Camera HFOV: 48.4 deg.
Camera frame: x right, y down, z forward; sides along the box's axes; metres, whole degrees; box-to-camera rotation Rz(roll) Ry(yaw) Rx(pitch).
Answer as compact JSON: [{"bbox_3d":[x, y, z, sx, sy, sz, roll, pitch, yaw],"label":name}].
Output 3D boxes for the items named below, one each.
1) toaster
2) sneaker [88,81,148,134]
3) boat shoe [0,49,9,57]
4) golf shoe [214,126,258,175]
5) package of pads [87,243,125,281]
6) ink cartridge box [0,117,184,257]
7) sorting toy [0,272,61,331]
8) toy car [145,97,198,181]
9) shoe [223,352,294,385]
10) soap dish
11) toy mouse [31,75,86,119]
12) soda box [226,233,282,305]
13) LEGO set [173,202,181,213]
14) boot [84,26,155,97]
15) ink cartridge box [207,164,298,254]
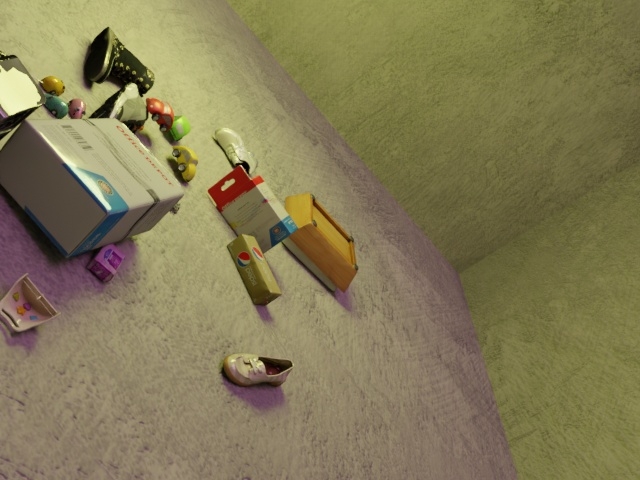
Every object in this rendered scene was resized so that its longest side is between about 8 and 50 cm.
[{"bbox_3d":[-0.575,-0.218,1.185,0.110,0.168,0.185,52,18,-12],"label":"toaster"},{"bbox_3d":[-0.467,-0.293,1.687,0.108,0.100,0.271,54,18,-20],"label":"sneaker"},{"bbox_3d":[-0.655,-0.355,1.310,0.340,0.113,0.127,19,40,-60],"label":"boat shoe"},{"bbox_3d":[-0.261,-0.273,2.199,0.176,0.069,0.086,45,27,-23],"label":"golf shoe"},{"bbox_3d":[-0.408,0.039,1.362,0.050,0.032,0.083,44,21,-18],"label":"package of pads"},{"bbox_3d":[-0.433,-0.113,1.366,0.223,0.129,0.307,47,17,3],"label":"ink cartridge box"},{"bbox_3d":[-0.463,0.107,1.108,0.083,0.045,0.075,53,26,-7],"label":"sorting toy"},{"bbox_3d":[-0.379,-0.292,1.895,0.225,0.053,0.239,-103,170,-66],"label":"toy car"},{"bbox_3d":[-0.134,0.279,1.574,0.219,0.058,0.076,23,36,-57],"label":"shoe"},{"bbox_3d":[0.000,0.000,2.278,0.291,0.118,0.229,47,20,-26],"label":"soap dish"},{"bbox_3d":[-0.560,-0.301,1.573,0.161,0.031,0.143,14,44,-63],"label":"toy mouse"},{"bbox_3d":[-0.170,0.075,1.833,0.061,0.058,0.181,17,41,-61],"label":"soda box"},{"bbox_3d":[-0.358,-0.089,1.710,0.054,0.023,0.083,52,19,-8],"label":"LEGO set"},{"bbox_3d":[-0.510,-0.435,1.841,0.178,0.085,0.236,44,21,-36],"label":"boot"},{"bbox_3d":[-0.185,-0.083,1.945,0.231,0.134,0.078,55,20,-3],"label":"ink cartridge box"}]
